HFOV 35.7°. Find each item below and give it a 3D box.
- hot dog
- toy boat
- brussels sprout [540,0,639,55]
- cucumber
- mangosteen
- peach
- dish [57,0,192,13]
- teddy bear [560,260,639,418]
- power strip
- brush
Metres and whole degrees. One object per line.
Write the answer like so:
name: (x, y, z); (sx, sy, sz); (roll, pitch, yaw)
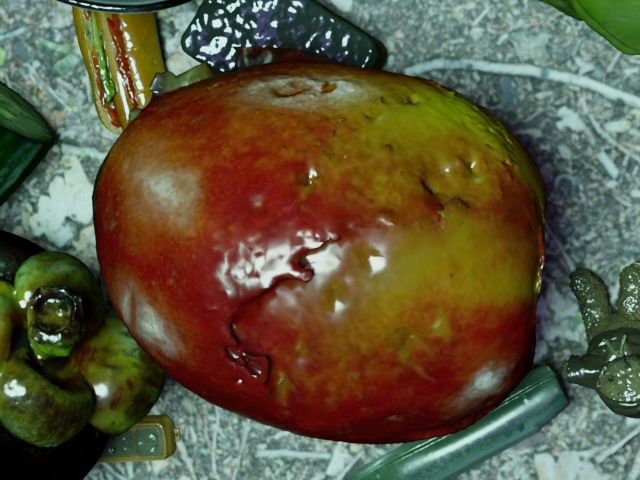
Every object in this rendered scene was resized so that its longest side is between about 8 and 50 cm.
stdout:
hot dog: (-0.218, -0.216, 1.079); (0.092, 0.062, 0.236); (-13, 94, 9)
toy boat: (0.134, 0.201, 1.043); (0.260, 0.078, 0.085); (-32, 65, 11)
brussels sprout: (0.265, -0.292, 0.841); (0.247, 0.328, 0.328); (-44, 86, 15)
cucumber: (-0.387, -0.120, 1.066); (0.130, 0.191, 0.191); (-42, 86, 12)
mangosteen: (-0.341, 0.131, 1.016); (0.329, 0.330, 0.330); (1, 96, 12)
peach: (0.000, 0.000, 0.908); (0.416, 0.353, 0.339); (12, 98, 13)
dish: (-0.200, -0.352, 1.010); (0.316, 0.106, 0.317); (2, 74, -7)
teddy bear: (0.299, 0.106, 0.994); (0.119, 0.078, 0.161); (-7, 55, 14)
power strip: (-0.250, 0.231, 1.147); (0.178, 0.028, 0.049); (-5, 95, 13)
brush: (-0.041, -0.202, 1.044); (0.197, 0.059, 0.123); (34, 99, 5)
